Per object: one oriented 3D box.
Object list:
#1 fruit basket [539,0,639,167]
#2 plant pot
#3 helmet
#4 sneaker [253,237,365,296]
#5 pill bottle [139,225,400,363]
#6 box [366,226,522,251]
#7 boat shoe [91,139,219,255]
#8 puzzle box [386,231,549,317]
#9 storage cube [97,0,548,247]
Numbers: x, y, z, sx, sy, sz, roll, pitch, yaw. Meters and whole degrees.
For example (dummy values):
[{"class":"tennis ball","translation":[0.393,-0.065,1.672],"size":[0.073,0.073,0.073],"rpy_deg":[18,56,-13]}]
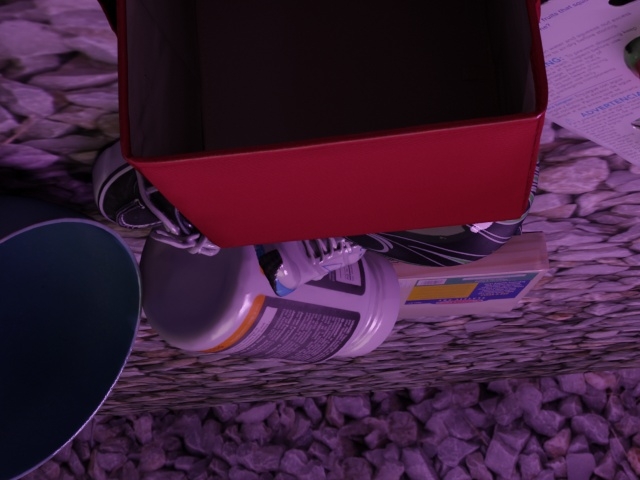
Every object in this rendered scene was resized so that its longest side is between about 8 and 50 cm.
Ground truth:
[{"class":"fruit basket","translation":[0.316,-0.123,0.797],"size":[0.353,0.166,0.327],"rpy_deg":[26,151,-33]},{"class":"plant pot","translation":[-0.345,0.070,1.144],"size":[0.195,0.290,0.290],"rpy_deg":[29,-176,31]},{"class":"helmet","translation":[0.087,-0.056,0.900],"size":[0.161,0.170,0.169],"rpy_deg":[8,162,-23]},{"class":"sneaker","translation":[0.000,0.000,1.070],"size":[0.082,0.071,0.190],"rpy_deg":[-20,180,19]},{"class":"pill bottle","translation":[-0.046,0.049,1.272],"size":[0.162,0.162,0.278],"rpy_deg":[-14,162,36]},{"class":"box","translation":[0.105,-0.043,1.173],"size":[0.175,0.051,0.220],"rpy_deg":[-7,165,13]},{"class":"boat shoe","translation":[-0.103,-0.042,1.013],"size":[0.113,0.105,0.306],"rpy_deg":[9,161,-41]},{"class":"puzzle box","translation":[0.075,0.057,1.562],"size":[0.408,0.052,0.272],"rpy_deg":[-3,165,-3]},{"class":"storage cube","translation":[0.008,-0.110,0.617],"size":[0.214,0.184,0.193],"rpy_deg":[-6,167,6]}]
